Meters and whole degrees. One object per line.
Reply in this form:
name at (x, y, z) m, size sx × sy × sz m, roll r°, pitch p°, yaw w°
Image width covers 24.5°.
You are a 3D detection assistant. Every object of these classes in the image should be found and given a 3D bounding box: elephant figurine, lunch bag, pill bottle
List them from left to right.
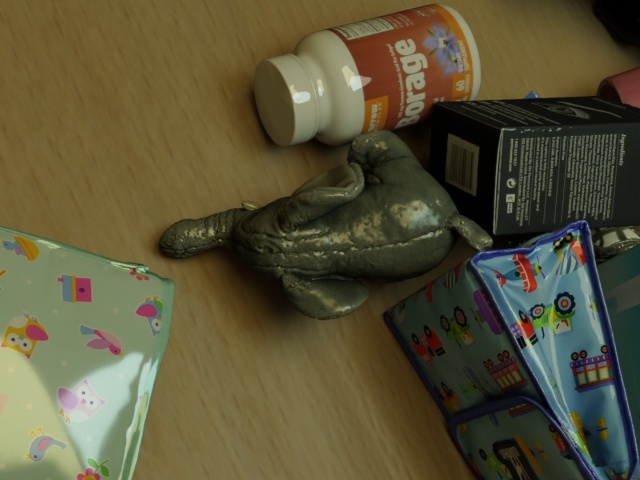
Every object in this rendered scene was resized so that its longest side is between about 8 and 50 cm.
lunch bag at (-0.260, 0.124, 1.300) m, size 0.223 × 0.160 × 0.262 m, roll 18°, pitch 74°, yaw -14°
elephant figurine at (0.000, 0.000, 1.425) m, size 0.239 × 0.186 × 0.169 m, roll -17°, pitch 72°, yaw -32°
pill bottle at (0.047, -0.166, 1.523) m, size 0.216 × 0.121 × 0.121 m, roll -17°, pitch 80°, yaw -24°
lunch bag at (0.207, 0.160, 1.425) m, size 0.138 × 0.221 × 0.293 m, roll -17°, pitch 80°, yaw -24°

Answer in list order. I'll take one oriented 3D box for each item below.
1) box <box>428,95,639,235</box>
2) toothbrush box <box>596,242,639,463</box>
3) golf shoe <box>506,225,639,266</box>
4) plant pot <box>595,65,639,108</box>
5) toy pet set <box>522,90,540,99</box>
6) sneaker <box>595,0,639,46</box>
box at (0.233, -0.079, 1.486) m, size 0.207 × 0.153 × 0.108 m, roll -3°, pitch 106°, yaw -20°
toothbrush box at (0.349, 0.119, 1.450) m, size 0.126 × 0.295 × 0.216 m, roll -1°, pitch 73°, yaw -22°
golf shoe at (0.285, -0.008, 1.597) m, size 0.198 × 0.077 × 0.094 m, roll 11°, pitch 59°, yaw -24°
plant pot at (0.405, -0.124, 1.615) m, size 0.180 × 0.201 × 0.201 m, roll -8°, pitch 76°, yaw -6°
toy pet set at (0.205, -0.108, 1.611) m, size 0.122 × 0.065 × 0.114 m, roll 44°, pitch 99°, yaw 0°
sneaker at (0.425, -0.313, 1.703) m, size 0.483 × 0.185 × 0.202 m, roll 17°, pitch 112°, yaw -26°
